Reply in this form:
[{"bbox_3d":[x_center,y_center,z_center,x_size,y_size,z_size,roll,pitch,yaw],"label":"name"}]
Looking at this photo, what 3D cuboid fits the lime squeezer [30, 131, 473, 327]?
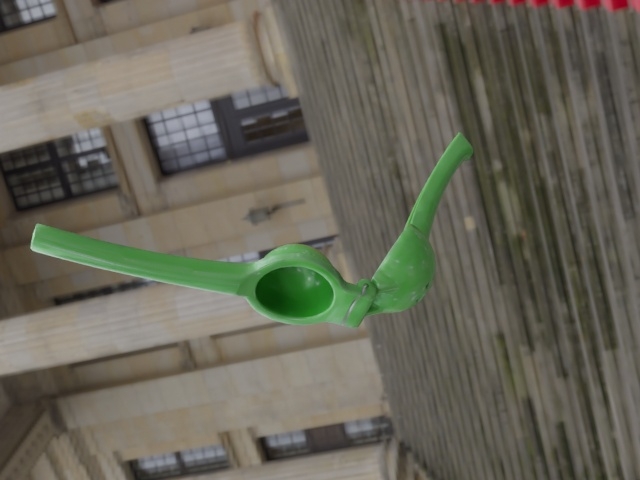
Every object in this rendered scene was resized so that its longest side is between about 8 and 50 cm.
[{"bbox_3d":[0.000,0.000,0.550,0.059,0.310,0.110,-43,66,55],"label":"lime squeezer"}]
